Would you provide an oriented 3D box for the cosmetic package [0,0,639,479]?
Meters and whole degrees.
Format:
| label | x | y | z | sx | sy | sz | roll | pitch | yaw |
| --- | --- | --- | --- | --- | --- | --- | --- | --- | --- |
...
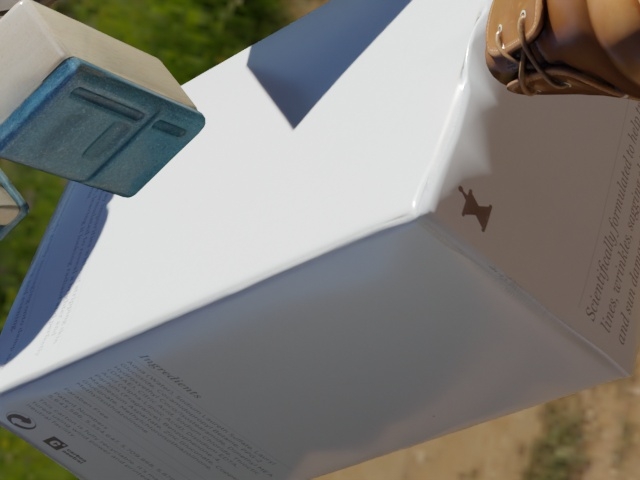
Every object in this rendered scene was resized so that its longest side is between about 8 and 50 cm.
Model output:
| label | x | y | z | sx | sy | sz | roll | pitch | yaw |
| --- | --- | --- | --- | --- | --- | --- | --- | --- | --- |
| cosmetic package | 0.000 | 0.000 | 1.083 | 0.385 | 0.156 | 0.217 | -21 | 40 | 45 |

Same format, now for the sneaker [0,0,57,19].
| label | x | y | z | sx | sy | sz | roll | pitch | yaw |
| --- | --- | --- | --- | --- | --- | --- | --- | --- | --- |
| sneaker | -0.337 | -0.280 | 1.204 | 0.169 | 0.448 | 0.257 | -65 | 12 | -12 |

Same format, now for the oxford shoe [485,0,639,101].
| label | x | y | z | sx | sy | sz | roll | pitch | yaw |
| --- | --- | --- | --- | --- | --- | --- | --- | --- | --- |
| oxford shoe | 0.099 | -0.074 | 0.724 | 0.076 | 0.076 | 0.212 | 62 | -175 | -6 |

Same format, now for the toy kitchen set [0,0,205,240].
| label | x | y | z | sx | sy | sz | roll | pitch | yaw |
| --- | --- | --- | --- | --- | --- | --- | --- | --- | --- |
| toy kitchen set | -0.122 | 0.037 | 0.842 | 0.207 | 0.122 | 0.166 | -43 | 70 | 13 |
